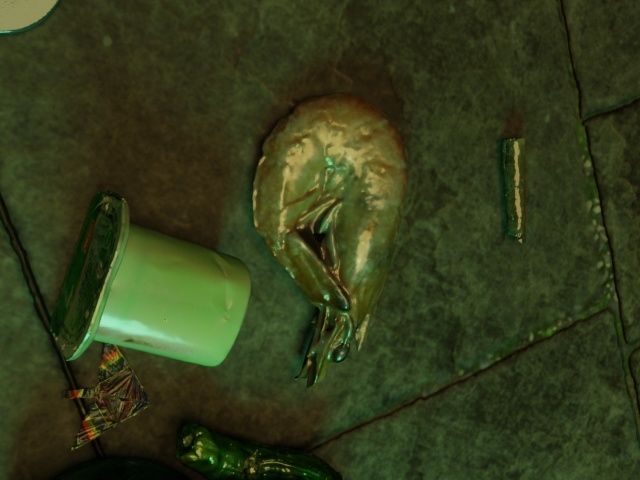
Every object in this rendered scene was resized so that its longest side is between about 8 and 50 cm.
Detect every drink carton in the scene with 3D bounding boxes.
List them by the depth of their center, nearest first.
[{"bbox_3d":[-0.151,0.048,0.661,0.142,0.144,0.146,21,89,-29],"label":"drink carton"}]

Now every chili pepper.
[{"bbox_3d":[-0.068,0.235,0.752,0.182,0.073,0.050,17,64,-19],"label":"chili pepper"}]

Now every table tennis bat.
[{"bbox_3d":[-0.266,-0.252,0.635,0.155,0.019,0.100,-46,111,-9],"label":"table tennis bat"}]

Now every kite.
[{"bbox_3d":[-0.214,0.155,0.718,0.090,0.004,0.122,11,93,-23],"label":"kite"}]

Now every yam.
[{"bbox_3d":[0.232,-0.059,0.858,0.033,0.027,0.129,-12,102,-52],"label":"yam"}]

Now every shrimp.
[{"bbox_3d":[0.000,0.000,0.754,0.168,0.077,0.317,12,88,-13],"label":"shrimp"}]

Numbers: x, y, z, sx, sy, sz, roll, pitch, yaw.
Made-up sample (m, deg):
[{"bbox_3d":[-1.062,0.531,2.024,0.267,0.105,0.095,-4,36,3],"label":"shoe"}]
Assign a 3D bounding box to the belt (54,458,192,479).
[{"bbox_3d":[-0.191,0.321,0.692,0.206,0.116,0.267,-44,113,-14],"label":"belt"}]
